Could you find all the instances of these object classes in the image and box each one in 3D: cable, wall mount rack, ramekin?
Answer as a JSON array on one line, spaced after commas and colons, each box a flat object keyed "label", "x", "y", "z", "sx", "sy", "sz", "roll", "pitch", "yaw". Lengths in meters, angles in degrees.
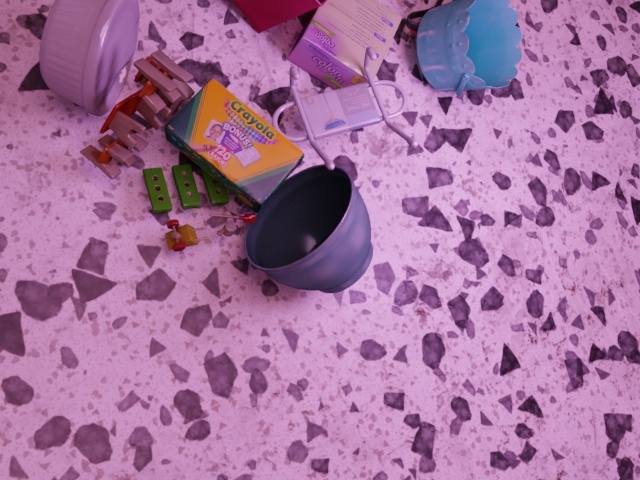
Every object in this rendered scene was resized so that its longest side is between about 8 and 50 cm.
[{"label": "cable", "x": 0.326, "y": -0.652, "z": 1.970, "sx": 0.139, "sy": 0.072, "sz": 0.287, "roll": 29, "pitch": 54, "yaw": -7}, {"label": "wall mount rack", "x": 0.068, "y": -0.297, "z": 1.591, "sx": 0.350, "sy": 0.130, "sz": 0.304, "roll": -17, "pitch": 70, "yaw": -10}, {"label": "ramekin", "x": -0.492, "y": -0.413, "z": 1.427, "sx": 0.127, "sy": 0.273, "sz": 0.273, "roll": 17, "pitch": 69, "yaw": -5}]

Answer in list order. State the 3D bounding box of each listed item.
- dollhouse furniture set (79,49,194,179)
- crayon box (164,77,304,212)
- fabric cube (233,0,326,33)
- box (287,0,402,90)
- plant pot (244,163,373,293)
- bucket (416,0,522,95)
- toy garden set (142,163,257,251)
[{"label": "dollhouse furniture set", "x": -0.395, "y": -0.302, "z": 1.454, "sx": 0.135, "sy": 0.262, "sz": 0.259, "roll": 40, "pitch": 31, "yaw": -7}, {"label": "crayon box", "x": -0.196, "y": -0.216, "z": 1.535, "sx": 0.278, "sy": 0.081, "sz": 0.165, "roll": 39, "pitch": 72, "yaw": 0}, {"label": "fabric cube", "x": -0.098, "y": -0.711, "z": 1.636, "sx": 0.254, "sy": 0.258, "sz": 0.259, "roll": 45, "pitch": 61, "yaw": -31}, {"label": "box", "x": 0.066, "y": -0.537, "z": 1.777, "sx": 0.213, "sy": 0.117, "sz": 0.243, "roll": 30, "pitch": 65, "yaw": -14}, {"label": "plant pot", "x": 0.000, "y": 0.000, "z": 1.532, "sx": 0.196, "sy": 0.293, "sz": 0.293, "roll": 47, "pitch": 60, "yaw": -36}, {"label": "bucket", "x": 0.409, "y": -0.539, "z": 1.846, "sx": 0.281, "sy": 0.183, "sz": 0.281, "roll": -3, "pitch": 95, "yaw": -43}, {"label": "toy garden set", "x": -0.266, "y": -0.078, "z": 1.535, "sx": 0.244, "sy": 0.049, "sz": 0.204, "roll": -9, "pitch": 68, "yaw": -27}]
